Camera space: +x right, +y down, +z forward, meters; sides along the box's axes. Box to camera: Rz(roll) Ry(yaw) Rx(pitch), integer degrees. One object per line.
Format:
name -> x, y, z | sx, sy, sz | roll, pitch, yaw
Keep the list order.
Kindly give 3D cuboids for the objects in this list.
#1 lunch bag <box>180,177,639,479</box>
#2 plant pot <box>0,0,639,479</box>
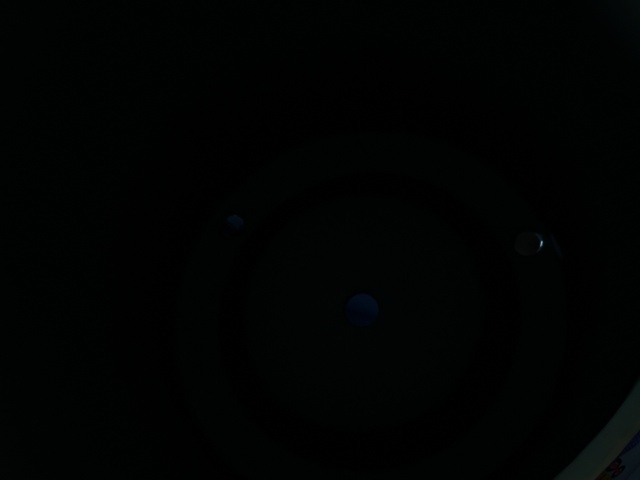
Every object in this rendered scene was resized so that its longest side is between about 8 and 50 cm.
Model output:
lunch bag -> 0.025, 0.063, 0.741 | 0.293, 0.138, 0.221 | 33, 168, 18
plant pot -> 0.000, 0.000, 0.509 | 0.271, 0.272, 0.255 | 35, 174, 19
